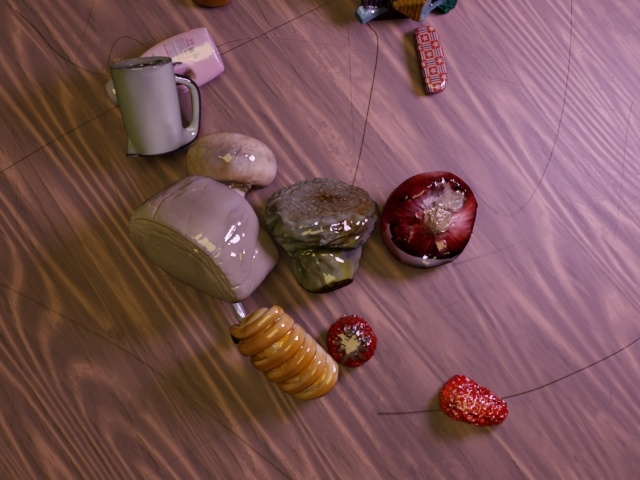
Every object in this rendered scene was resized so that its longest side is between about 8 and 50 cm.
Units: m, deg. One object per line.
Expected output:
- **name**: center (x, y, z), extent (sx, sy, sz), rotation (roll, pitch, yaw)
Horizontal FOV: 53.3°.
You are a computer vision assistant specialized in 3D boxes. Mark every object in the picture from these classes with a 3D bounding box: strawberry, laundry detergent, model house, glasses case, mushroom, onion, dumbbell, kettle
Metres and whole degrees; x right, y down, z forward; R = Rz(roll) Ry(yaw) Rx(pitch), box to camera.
- **strawberry**: center (0.084, 0.272, 1.718), extent (0.145, 0.086, 0.145), rotation (0, 86, 6)
- **laundry detergent**: center (-0.453, -0.485, 1.838), extent (0.335, 0.088, 0.159), rotation (-24, 92, 3)
- **model house**: center (0.216, -0.689, 1.704), extent (0.248, 0.280, 0.230), rotation (-37, 81, -5)
- **glasses case**: center (0.311, -0.507, 1.794), extent (0.073, 0.049, 0.195), rotation (-10, 84, 2)
- **strawberry**: center (0.407, 0.427, 1.678), extent (0.188, 0.082, 0.121), rotation (15, 83, 9)
- **mushroom**: center (-0.253, -0.200, 1.742), extent (0.253, 0.189, 0.195), rotation (4, 82, 9)
- **onion**: center (0.282, -0.065, 1.704), extent (0.271, 0.195, 0.272), rotation (-3, 118, -6)
- **dumbbell**: center (-0.230, 0.179, 1.745), extent (0.100, 0.100, 0.191), rotation (-27, 82, 2)
- **kettle**: center (-0.443, -0.370, 1.760), extent (0.240, 0.165, 0.255), rotation (-19, 117, -24)

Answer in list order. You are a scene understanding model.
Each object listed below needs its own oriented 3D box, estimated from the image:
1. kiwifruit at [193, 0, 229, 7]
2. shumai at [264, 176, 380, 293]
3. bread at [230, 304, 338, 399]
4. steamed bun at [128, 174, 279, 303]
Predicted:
- **kiwifruit**: center (-0.321, -0.720, 1.859), extent (0.124, 0.075, 0.075), rotation (11, 85, 2)
- **shumai**: center (0.000, 0.000, 1.720), extent (0.309, 0.304, 0.264), rotation (-3, 117, -10)
- **bread**: center (-0.083, 0.303, 1.647), extent (0.172, 0.121, 0.311), rotation (-32, 115, 30)
- **steamed bun**: center (-0.305, -0.024, 1.649), extent (0.383, 0.236, 0.247), rotation (28, 53, 21)
